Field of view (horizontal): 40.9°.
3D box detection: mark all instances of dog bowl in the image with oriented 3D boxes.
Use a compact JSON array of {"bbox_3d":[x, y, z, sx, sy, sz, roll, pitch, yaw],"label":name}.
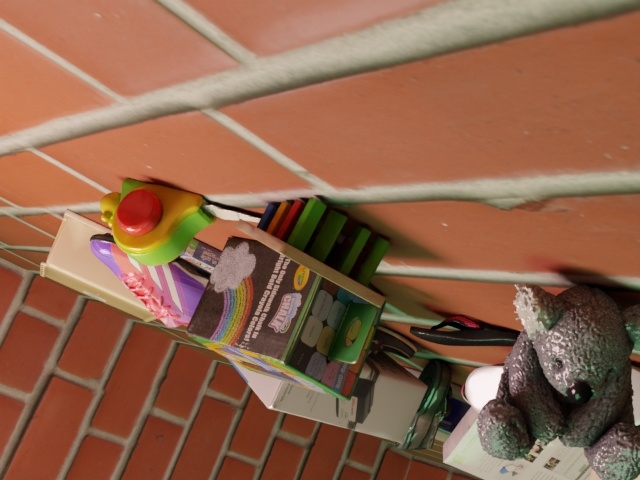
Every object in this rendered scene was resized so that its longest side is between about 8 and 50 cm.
[{"bbox_3d":[0.252,0.384,1.969,0.264,0.104,0.265,21,165,6],"label":"dog bowl"}]

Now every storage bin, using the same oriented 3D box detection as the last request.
[{"bbox_3d":[-0.450,0.064,1.833,0.262,0.123,0.260,26,165,-13],"label":"storage bin"}]

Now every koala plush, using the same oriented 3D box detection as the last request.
[{"bbox_3d":[0.291,0.131,0.980,0.196,0.203,0.221,9,141,14],"label":"koala plush"}]

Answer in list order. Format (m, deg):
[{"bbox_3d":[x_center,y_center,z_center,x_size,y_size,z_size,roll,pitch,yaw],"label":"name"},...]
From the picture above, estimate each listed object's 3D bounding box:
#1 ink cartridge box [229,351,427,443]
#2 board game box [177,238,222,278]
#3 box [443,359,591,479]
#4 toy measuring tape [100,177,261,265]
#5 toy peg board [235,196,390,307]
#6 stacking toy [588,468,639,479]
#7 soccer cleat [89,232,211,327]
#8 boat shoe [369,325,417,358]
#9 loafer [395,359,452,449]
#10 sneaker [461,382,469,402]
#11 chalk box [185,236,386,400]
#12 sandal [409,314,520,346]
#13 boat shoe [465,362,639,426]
[{"bbox_3d":[0.013,0.252,1.631,0.307,0.129,0.223,22,-175,-30],"label":"ink cartridge box"},{"bbox_3d":[-0.172,0.059,1.582,0.201,0.035,0.136,27,164,-16],"label":"board game box"},{"bbox_3d":[0.410,0.362,1.505,0.322,0.058,0.232,25,123,-5],"label":"box"},{"bbox_3d":[-0.192,-0.007,1.235,0.330,0.121,0.121,15,163,25],"label":"toy measuring tape"},{"bbox_3d":[0.000,0.000,1.095,0.161,0.079,0.160,30,178,-27],"label":"toy peg board"},{"bbox_3d":[0.701,0.450,1.351,0.479,0.351,0.350,7,170,-19],"label":"stacking toy"},{"bbox_3d":[-0.286,0.091,1.558,0.318,0.116,0.108,31,163,-29],"label":"soccer cleat"},{"bbox_3d":[0.081,0.185,1.600,0.206,0.065,0.075,25,165,-11],"label":"boat shoe"},{"bbox_3d":[0.228,0.341,1.759,0.084,0.096,0.268,13,133,-7],"label":"loafer"},{"bbox_3d":[0.349,0.292,1.601,0.170,0.063,0.075,14,164,11],"label":"sneaker"},{"bbox_3d":[-0.028,0.125,1.328,0.289,0.180,0.179,11,161,41],"label":"chalk box"},{"bbox_3d":[0.225,0.136,1.297,0.179,0.040,0.067,0,163,21],"label":"sandal"},{"bbox_3d":[0.365,0.219,1.267,0.301,0.108,0.102,-11,178,44],"label":"boat shoe"}]
